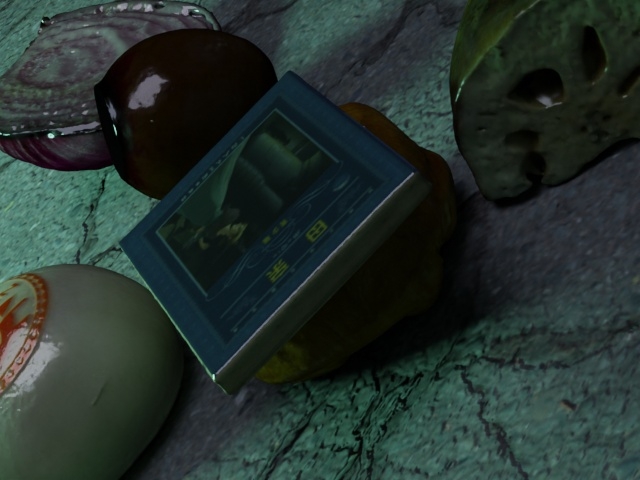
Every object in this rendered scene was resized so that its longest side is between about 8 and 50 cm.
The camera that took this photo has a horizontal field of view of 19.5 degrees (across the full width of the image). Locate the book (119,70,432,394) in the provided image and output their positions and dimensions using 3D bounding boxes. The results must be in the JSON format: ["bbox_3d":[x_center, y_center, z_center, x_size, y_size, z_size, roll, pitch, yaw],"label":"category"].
[{"bbox_3d":[-0.041,-0.016,1.311,0.191,0.025,0.269,-46,27,1],"label":"book"}]

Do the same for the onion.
[{"bbox_3d":[-0.207,-0.140,1.886,0.247,0.111,0.250,1,36,24],"label":"onion"}]

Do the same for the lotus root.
[{"bbox_3d":[0.179,-0.138,1.336,0.235,0.138,0.119,-35,18,29],"label":"lotus root"}]

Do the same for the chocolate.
[{"bbox_3d":[-0.115,-0.115,1.681,0.176,0.177,0.177,-33,29,21],"label":"chocolate"}]

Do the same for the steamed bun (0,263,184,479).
[{"bbox_3d":[-0.230,0.112,1.502,0.232,0.145,0.232,-33,29,21],"label":"steamed bun"}]

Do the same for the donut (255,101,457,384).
[{"bbox_3d":[-0.002,0.002,1.386,0.226,0.114,0.227,-33,30,22],"label":"donut"}]
